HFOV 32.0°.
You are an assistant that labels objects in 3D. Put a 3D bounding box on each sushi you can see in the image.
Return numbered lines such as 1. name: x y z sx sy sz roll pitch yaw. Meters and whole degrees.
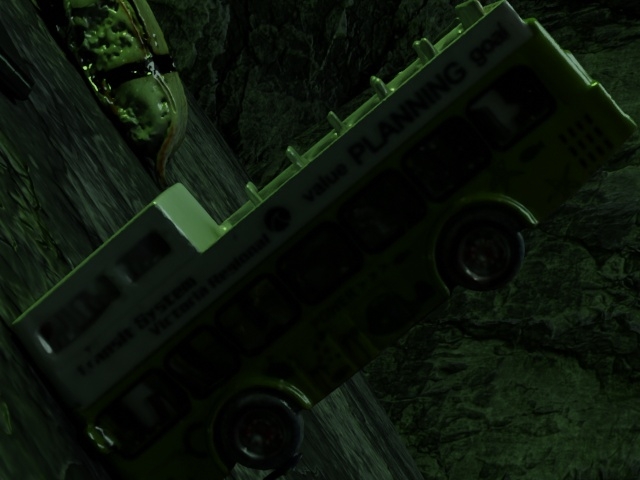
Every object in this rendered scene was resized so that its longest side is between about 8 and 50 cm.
1. sushi: -0.219 -0.201 1.342 0.273 0.109 0.134 57 2 8

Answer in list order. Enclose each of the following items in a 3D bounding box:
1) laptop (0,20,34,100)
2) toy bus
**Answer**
1. laptop: -0.293 -0.214 0.862 0.207 0.026 0.154 57 2 33
2. toy bus: 0.000 0.000 0.564 0.139 0.301 0.113 50 6 -7
